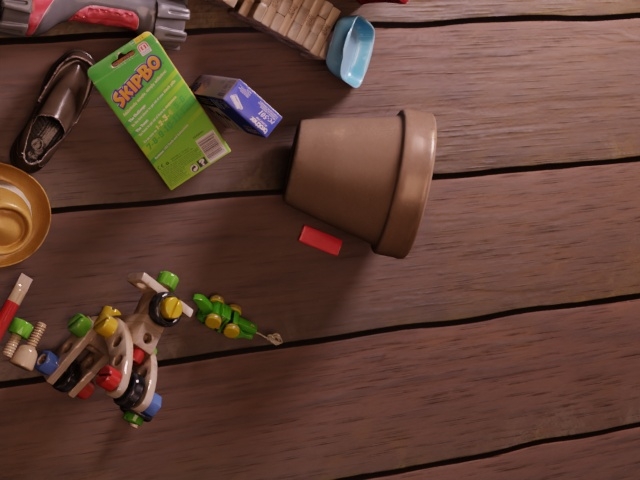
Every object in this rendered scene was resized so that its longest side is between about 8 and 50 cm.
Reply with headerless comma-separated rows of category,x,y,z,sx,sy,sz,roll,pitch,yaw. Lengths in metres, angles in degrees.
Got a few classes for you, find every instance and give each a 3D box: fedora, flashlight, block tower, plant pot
fedora,-0.523,-0.031,1.828,0.194,0.079,0.194,-8,111,-21
flashlight,-0.366,-0.358,1.835,0.304,0.103,0.103,5,60,-27
block tower,-0.124,-0.421,1.922,0.335,0.091,0.097,28,89,-25
plant pot,0.060,-0.118,1.989,0.229,0.263,0.263,12,95,-5

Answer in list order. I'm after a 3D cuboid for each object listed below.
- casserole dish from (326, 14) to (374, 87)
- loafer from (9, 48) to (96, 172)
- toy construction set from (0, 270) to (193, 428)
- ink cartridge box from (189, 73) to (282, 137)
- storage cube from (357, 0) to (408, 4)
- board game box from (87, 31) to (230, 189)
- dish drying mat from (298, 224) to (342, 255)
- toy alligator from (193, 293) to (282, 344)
casserole dish,0.051,-0.329,1.987,0.037,0.188,0.114,17,93,15
loafer,-0.421,-0.203,1.847,0.080,0.078,0.220,26,90,-24
toy construction set,-0.361,0.138,1.887,0.309,0.257,0.237,28,72,-14
ink cartridge box,-0.144,-0.223,1.886,0.097,0.207,0.046,41,83,-23
storage cube,0.097,-0.532,1.940,0.193,0.184,0.215,40,83,-24
board game box,-0.266,-0.215,1.894,0.124,0.039,0.259,-33,125,0
dish drying mat,0.000,0.000,2.096,0.083,0.008,0.032,22,90,-23
toy alligator,-0.157,0.152,2.040,0.190,0.056,0.051,31,129,-25
